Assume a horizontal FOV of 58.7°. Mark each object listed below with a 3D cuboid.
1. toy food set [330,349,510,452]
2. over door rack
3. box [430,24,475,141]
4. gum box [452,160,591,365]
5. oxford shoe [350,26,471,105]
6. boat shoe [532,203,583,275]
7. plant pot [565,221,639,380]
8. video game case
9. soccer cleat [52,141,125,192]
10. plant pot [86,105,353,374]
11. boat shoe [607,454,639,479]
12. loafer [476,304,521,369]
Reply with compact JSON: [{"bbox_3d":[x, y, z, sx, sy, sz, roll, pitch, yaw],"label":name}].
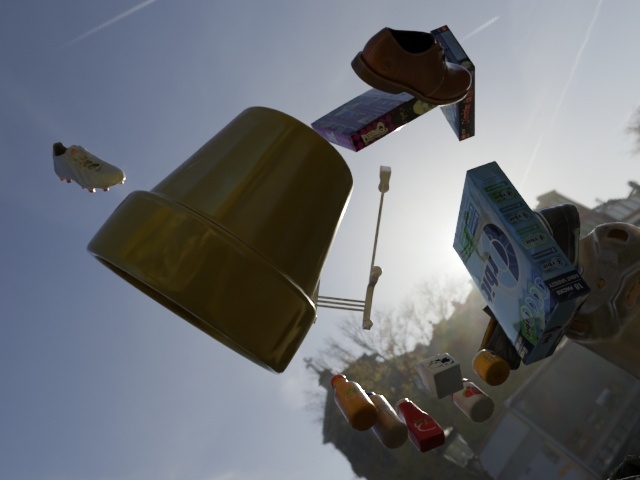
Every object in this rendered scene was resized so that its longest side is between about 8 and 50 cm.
[{"bbox_3d":[0.137,0.211,0.793,0.232,0.104,0.111,-19,-71,-13],"label":"toy food set"},{"bbox_3d":[0.000,0.000,1.083,0.108,0.239,0.324,104,173,-90],"label":"over door rack"},{"bbox_3d":[0.320,-0.373,1.372,0.044,0.159,0.233,-21,-33,2],"label":"box"},{"bbox_3d":[0.218,0.028,0.653,0.041,0.184,0.157,-20,-34,-8],"label":"gum box"},{"bbox_3d":[0.140,-0.228,0.740,0.212,0.076,0.076,-5,-34,-43],"label":"oxford shoe"},{"bbox_3d":[0.385,0.065,0.947,0.102,0.108,0.301,-20,-54,-2],"label":"boat shoe"},{"bbox_3d":[0.600,0.123,1.010,0.305,0.334,0.334,21,-73,-17],"label":"plant pot"},{"bbox_3d":[0.109,-0.257,1.142,0.210,0.232,0.042,-31,-66,-9],"label":"video game case"},{"bbox_3d":[-0.448,-0.141,1.081,0.068,0.196,0.076,-37,-49,-43],"label":"soccer cleat"},{"bbox_3d":[-0.090,-0.013,0.660,0.239,0.254,0.254,-58,-29,-16],"label":"plant pot"},{"bbox_3d":[0.471,0.355,0.819,0.302,0.091,0.114,2,-32,-44],"label":"boat shoe"},{"bbox_3d":[0.275,0.108,0.857,0.062,0.061,0.170,16,-99,-83],"label":"loafer"}]
